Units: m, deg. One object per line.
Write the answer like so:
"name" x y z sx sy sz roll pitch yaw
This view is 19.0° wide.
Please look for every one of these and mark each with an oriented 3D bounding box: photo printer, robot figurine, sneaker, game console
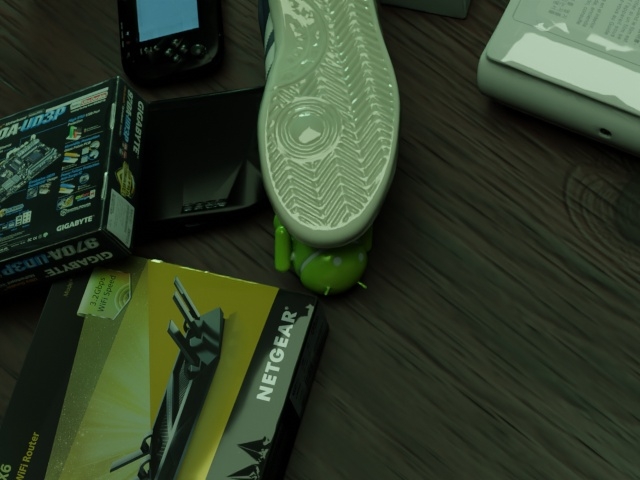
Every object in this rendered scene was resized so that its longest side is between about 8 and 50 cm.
"photo printer" 0.333 -0.192 1.747 0.307 0.107 0.256 22 72 16
"robot figurine" 0.000 0.000 1.737 0.101 0.067 0.115 -11 61 -29
"sneaker" 0.007 -0.142 1.753 0.131 0.148 0.350 -1 67 2
"game console" -0.157 -0.171 1.848 0.213 0.044 0.361 -8 66 5

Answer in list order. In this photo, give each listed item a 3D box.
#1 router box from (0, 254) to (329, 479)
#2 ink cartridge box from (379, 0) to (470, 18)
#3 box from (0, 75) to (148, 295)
"router box" -0.152 0.174 1.678 0.243 0.081 0.309 12 69 14
"ink cartridge box" 0.113 -0.286 1.851 0.088 0.052 0.122 12 68 14
"box" -0.267 -0.040 1.744 0.220 0.051 0.175 -17 50 24
